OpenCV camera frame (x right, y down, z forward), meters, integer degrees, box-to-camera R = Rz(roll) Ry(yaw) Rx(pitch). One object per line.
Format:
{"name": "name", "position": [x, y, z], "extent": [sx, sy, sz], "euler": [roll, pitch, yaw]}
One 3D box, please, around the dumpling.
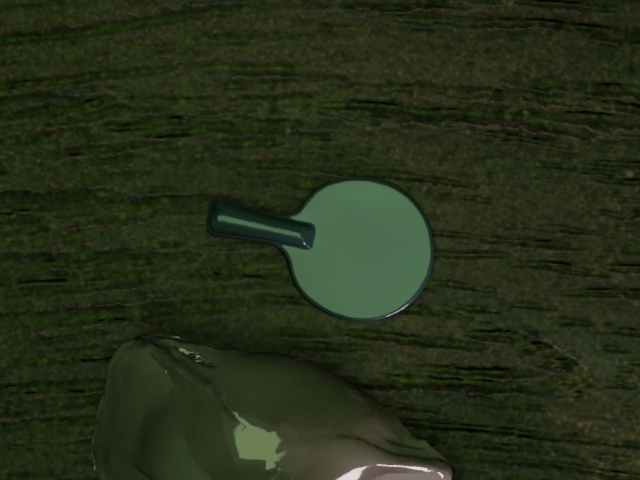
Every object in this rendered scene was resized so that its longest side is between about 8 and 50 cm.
{"name": "dumpling", "position": [-0.059, 0.243, 1.563], "extent": [0.341, 0.181, 0.260], "euler": [15, 111, -24]}

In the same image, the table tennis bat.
{"name": "table tennis bat", "position": [0.000, 0.000, 1.622], "extent": [0.244, 0.040, 0.153], "euler": [12, 89, -1]}
